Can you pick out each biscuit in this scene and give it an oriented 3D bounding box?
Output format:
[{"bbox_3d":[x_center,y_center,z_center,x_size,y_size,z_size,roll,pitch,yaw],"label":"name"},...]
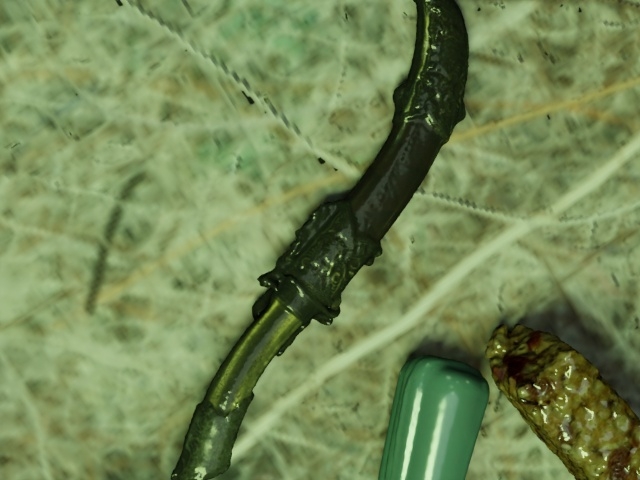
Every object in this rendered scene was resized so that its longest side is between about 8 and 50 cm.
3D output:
[{"bbox_3d":[0.140,0.110,0.661,0.034,0.064,0.199,-45,108,-3],"label":"biscuit"}]

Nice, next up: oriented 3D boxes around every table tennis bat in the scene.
[{"bbox_3d":[0.023,0.163,0.639,0.149,0.038,0.237,13,90,-39],"label":"table tennis bat"}]

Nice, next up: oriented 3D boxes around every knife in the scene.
[{"bbox_3d":[0.005,0.002,0.627,0.045,0.021,0.222,28,88,-19],"label":"knife"}]
